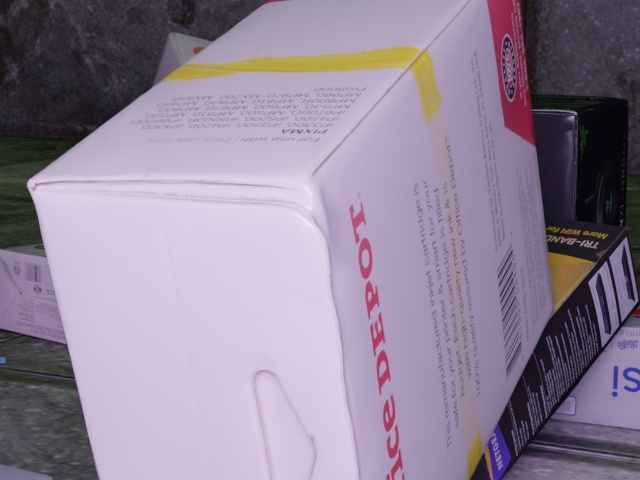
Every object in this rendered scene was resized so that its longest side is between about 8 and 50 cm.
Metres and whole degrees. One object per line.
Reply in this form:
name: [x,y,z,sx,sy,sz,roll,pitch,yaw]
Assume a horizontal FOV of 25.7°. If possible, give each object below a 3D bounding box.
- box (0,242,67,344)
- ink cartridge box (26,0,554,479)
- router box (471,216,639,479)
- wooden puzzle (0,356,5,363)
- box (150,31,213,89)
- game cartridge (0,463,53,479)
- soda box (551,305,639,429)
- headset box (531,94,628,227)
box: [-0.190,0.043,1.538,0.169,0.087,0.290,8,12,36]
ink cartridge box: [0.012,0.013,0.848,0.160,0.279,0.384,2,26,22]
router box: [0.067,0.066,1.151,0.309,0.081,0.243,8,38,38]
wooden puzzle: [-0.357,0.115,1.305,0.079,0.014,0.116,7,10,30]
box: [-0.061,-0.060,1.480,0.215,0.168,0.345,13,26,-21]
game cartridge: [-0.322,0.172,0.839,0.297,0.062,0.198,3,5,11]
soda box: [0.328,0.110,1.173,0.286,0.091,0.098,4,11,22]
headset box: [0.249,-0.035,1.574,0.131,0.246,0.283,4,9,23]
